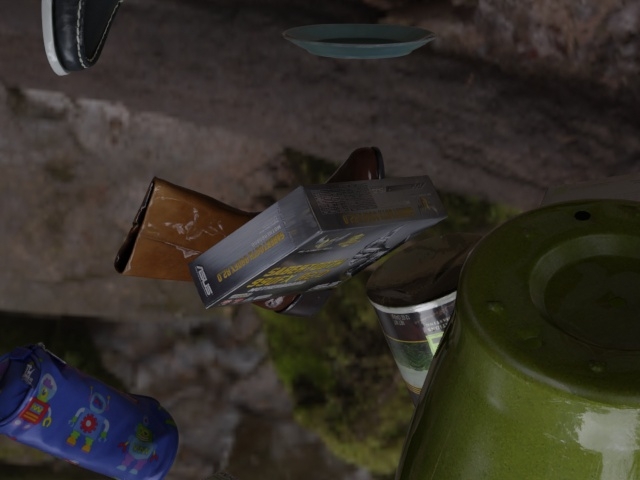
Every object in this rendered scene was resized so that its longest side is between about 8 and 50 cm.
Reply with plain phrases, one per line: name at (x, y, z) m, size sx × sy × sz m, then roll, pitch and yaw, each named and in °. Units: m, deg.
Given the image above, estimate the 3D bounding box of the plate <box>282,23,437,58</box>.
plate at (0.048, -0.241, 1.825) m, size 0.188 × 0.188 × 0.024 m, roll 0°, pitch 105°, yaw -5°

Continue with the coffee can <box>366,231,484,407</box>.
coffee can at (0.207, 0.156, 2.253) m, size 0.201 × 0.201 × 0.275 m, roll -18°, pitch 114°, yaw 13°

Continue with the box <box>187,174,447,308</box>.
box at (0.000, 0.000, 1.612) m, size 0.183 × 0.056 × 0.231 m, roll -33°, pitch 165°, yaw 35°

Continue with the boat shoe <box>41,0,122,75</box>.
boat shoe at (-0.205, -0.304, 1.484) m, size 0.091 × 0.302 × 0.114 m, roll 6°, pitch 166°, yaw 8°

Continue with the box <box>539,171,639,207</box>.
box at (0.366, 0.022, 1.931) m, size 0.232 × 0.322 × 0.058 m, roll -8°, pitch 120°, yaw 31°

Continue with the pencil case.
pencil case at (-0.328, 0.239, 2.061) m, size 0.119 × 0.133 × 0.306 m, roll 15°, pitch 167°, yaw 45°

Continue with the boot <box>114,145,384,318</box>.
boot at (-0.085, -0.038, 1.860) m, size 0.280 × 0.096 × 0.264 m, roll 17°, pitch 125°, yaw -26°

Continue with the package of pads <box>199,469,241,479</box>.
package of pads at (-0.065, 0.447, 1.759) m, size 0.101 × 0.229 × 0.296 m, roll -21°, pitch 123°, yaw -46°

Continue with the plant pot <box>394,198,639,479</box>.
plant pot at (0.223, 0.169, 1.203) m, size 0.366 × 0.366 × 0.353 m, roll -3°, pitch 128°, yaw -3°
